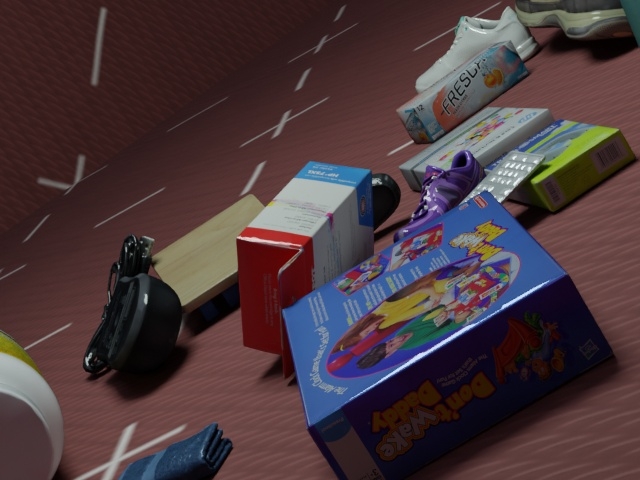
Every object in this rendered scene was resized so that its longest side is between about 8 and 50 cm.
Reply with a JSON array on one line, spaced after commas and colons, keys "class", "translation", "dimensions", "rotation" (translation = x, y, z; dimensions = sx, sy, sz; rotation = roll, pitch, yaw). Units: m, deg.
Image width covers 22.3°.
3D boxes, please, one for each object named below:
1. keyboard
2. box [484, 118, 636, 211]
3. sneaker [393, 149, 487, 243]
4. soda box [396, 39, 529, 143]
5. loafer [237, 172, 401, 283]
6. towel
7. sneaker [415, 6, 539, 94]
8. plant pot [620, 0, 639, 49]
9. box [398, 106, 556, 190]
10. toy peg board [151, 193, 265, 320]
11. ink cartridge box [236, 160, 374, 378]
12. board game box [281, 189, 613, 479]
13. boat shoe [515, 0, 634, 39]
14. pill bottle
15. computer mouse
[{"class": "keyboard", "translation": [0.128, 0.000, 1.654], "dimensions": [0.256, 0.014, 0.072], "rotation": [-46, 15, -11]}, {"class": "box", "translation": [0.248, -0.082, 1.725], "dimensions": [0.109, 0.042, 0.178], "rotation": [-33, 14, -8]}, {"class": "sneaker", "translation": [0.125, -0.042, 1.788], "dimensions": [0.068, 0.071, 0.170], "rotation": [-18, 19, 45]}, {"class": "soda box", "translation": [0.197, -0.206, 2.256], "dimensions": [0.183, 0.058, 0.063], "rotation": [-36, 14, -18]}, {"class": "loafer", "translation": [0.000, 0.000, 1.921], "dimensions": [0.223, 0.076, 0.078], "rotation": [-33, 19, 11]}, {"class": "towel", "translation": [-0.144, 0.215, 1.535], "dimensions": [0.119, 0.029, 0.067], "rotation": [-25, 15, 24]}, {"class": "sneaker", "translation": [0.219, -0.285, 2.416], "dimensions": [0.212, 0.094, 0.080], "rotation": [-22, 17, 35]}, {"class": "plant pot", "translation": [0.456, -0.364, 1.869], "dimensions": [0.293, 0.235, 0.293], "rotation": [-29, 14, 8]}, {"class": "box", "translation": [0.189, -0.108, 1.960], "dimensions": [0.145, 0.038, 0.186], "rotation": [-34, 14, -10]}, {"class": "toy peg board", "translation": [-0.113, 0.038, 2.058], "dimensions": [0.161, 0.079, 0.160], "rotation": [-33, 29, -7]}, {"class": "ink cartridge box", "translation": [-0.021, 0.028, 1.685], "dimensions": [0.078, 0.134, 0.231], "rotation": [10, 31, 22]}, {"class": "board game box", "translation": [0.093, 0.077, 1.405], "dimensions": [0.233, 0.078, 0.347], "rotation": [-31, 13, 3]}, {"class": "boat shoe", "translation": [0.357, -0.353, 2.210], "dimensions": [0.132, 0.130, 0.355], "rotation": [-6, 14, -12]}, {"class": "pill bottle", "translation": [-0.381, 0.200, 1.770], "dimensions": [0.188, 0.188, 0.334], "rotation": [-34, 13, -11]}, {"class": "computer mouse", "translation": [-0.216, 0.095, 1.974], "dimensions": [0.272, 0.072, 0.188], "rotation": [-164, 94, -74]}]
